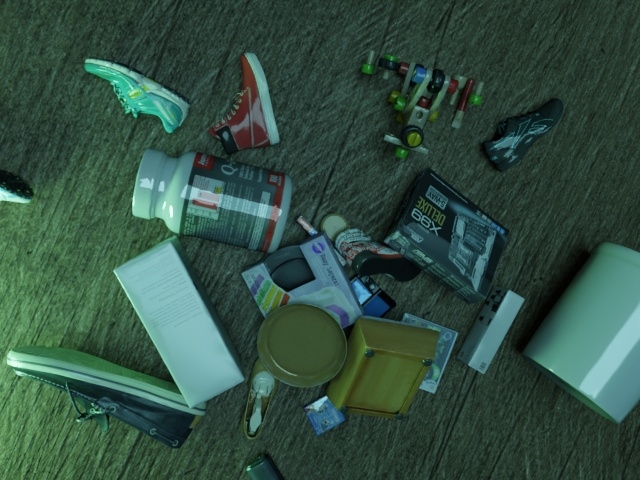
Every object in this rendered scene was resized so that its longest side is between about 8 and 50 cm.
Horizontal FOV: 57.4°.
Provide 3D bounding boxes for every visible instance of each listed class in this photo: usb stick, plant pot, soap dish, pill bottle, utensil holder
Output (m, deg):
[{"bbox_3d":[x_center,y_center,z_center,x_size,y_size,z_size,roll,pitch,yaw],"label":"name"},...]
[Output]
[{"bbox_3d":[-0.112,0.718,1.620,0.077,0.045,0.278,-30,98,-7],"label":"usb stick"},{"bbox_3d":[-0.047,0.270,1.530,0.236,0.032,0.237,2,104,7],"label":"plant pot"},{"bbox_3d":[0.163,0.345,1.549,0.228,0.118,0.291,12,122,-12],"label":"soap dish"},{"bbox_3d":[-0.266,-0.104,1.460,0.362,0.210,0.210,13,91,-11],"label":"pill bottle"},{"bbox_3d":[0.793,0.252,1.606,0.327,0.327,0.386,38,88,-10],"label":"utensil holder"}]

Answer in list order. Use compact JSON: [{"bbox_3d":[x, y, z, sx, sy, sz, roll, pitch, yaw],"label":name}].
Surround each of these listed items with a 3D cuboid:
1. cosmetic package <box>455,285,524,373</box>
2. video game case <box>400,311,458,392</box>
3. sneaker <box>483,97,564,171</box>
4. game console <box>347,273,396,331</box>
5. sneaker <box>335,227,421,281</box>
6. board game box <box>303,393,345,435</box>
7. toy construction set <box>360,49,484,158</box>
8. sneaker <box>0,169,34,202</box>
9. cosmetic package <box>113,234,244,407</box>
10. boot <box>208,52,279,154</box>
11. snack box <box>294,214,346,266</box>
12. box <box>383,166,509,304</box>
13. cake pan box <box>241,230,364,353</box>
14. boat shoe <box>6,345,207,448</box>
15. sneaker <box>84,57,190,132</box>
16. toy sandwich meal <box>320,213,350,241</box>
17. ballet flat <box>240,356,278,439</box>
[{"bbox_3d":[0.479,0.250,1.666,0.060,0.099,0.239,29,88,-8],"label":"cosmetic package"},{"bbox_3d":[0.283,0.322,1.675,0.173,0.022,0.191,21,90,-10],"label":"video game case"},{"bbox_3d":[0.573,-0.317,1.646,0.267,0.101,0.106,-45,97,-5],"label":"sneaker"},{"bbox_3d":[0.111,0.172,1.604,0.144,0.085,0.124,-42,99,-5],"label":"game console"},{"bbox_3d":[0.160,0.033,1.600,0.270,0.145,0.090,7,121,-42],"label":"sneaker"},{"bbox_3d":[0.010,0.484,1.639,0.090,0.020,0.090,-28,97,-8],"label":"board game box"},{"bbox_3d":[0.276,-0.340,1.565,0.308,0.257,0.237,3,112,-32],"label":"toy construction set"},{"bbox_3d":[-0.829,-0.133,1.436,0.237,0.085,0.086,16,117,-14],"label":"sneaker"},{"bbox_3d":[-0.343,0.195,1.465,0.156,0.217,0.385,-29,99,-7],"label":"cosmetic package"},{"bbox_3d":[-0.218,-0.354,1.518,0.176,0.088,0.245,-13,99,-7],"label":"boot"},{"bbox_3d":[0.000,0.000,1.585,0.022,0.064,0.178,-45,99,-2],"label":"snack box"},{"bbox_3d":[0.346,-0.013,1.586,0.307,0.076,0.243,36,58,-10],"label":"box"},{"bbox_3d":[-0.046,0.134,1.551,0.245,0.070,0.267,-24,100,7],"label":"cake pan box"},{"bbox_3d":[-0.537,0.391,1.462,0.499,0.187,0.156,24,83,-15],"label":"boat shoe"},{"bbox_3d":[-0.468,-0.370,1.468,0.275,0.107,0.110,29,98,-10],"label":"sneaker"},{"bbox_3d":[0.041,-0.036,1.610,0.085,0.029,0.086,0,94,-5],"label":"toy sandwich meal"},{"bbox_3d":[-0.160,0.426,1.580,0.080,0.073,0.233,12,91,-11],"label":"ballet flat"}]
